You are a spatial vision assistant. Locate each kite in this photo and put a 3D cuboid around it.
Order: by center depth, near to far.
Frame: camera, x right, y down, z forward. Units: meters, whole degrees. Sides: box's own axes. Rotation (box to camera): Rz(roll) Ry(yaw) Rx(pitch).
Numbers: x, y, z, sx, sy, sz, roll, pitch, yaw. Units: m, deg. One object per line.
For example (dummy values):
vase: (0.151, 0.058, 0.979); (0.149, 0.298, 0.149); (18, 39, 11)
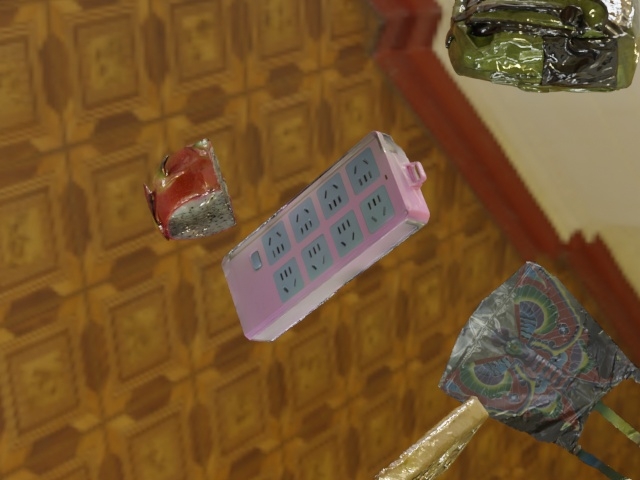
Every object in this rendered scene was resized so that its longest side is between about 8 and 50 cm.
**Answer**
kite: (0.251, 0.149, 1.231); (0.152, 0.285, 0.015); (-58, 174, 20)

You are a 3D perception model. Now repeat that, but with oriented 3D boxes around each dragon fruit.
dragon fruit: (-0.097, -0.035, 1.010); (0.083, 0.060, 0.056); (68, 1, -73)

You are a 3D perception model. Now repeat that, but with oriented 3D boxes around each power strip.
power strip: (0.000, 0.000, 1.447); (0.037, 0.279, 0.109); (10, 51, -45)

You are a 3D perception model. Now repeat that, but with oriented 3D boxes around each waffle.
waffle: (0.056, 0.160, 0.920); (0.135, 0.021, 0.092); (-28, 153, -50)

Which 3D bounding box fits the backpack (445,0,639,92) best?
backpack: (0.290, -0.280, 1.809); (0.207, 0.253, 0.140); (-76, 165, -53)
